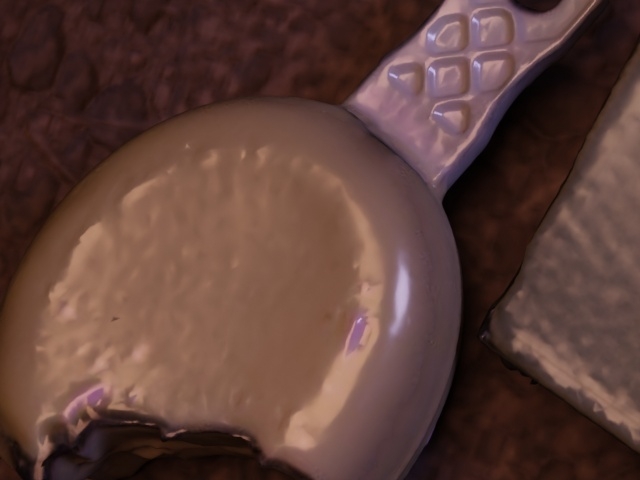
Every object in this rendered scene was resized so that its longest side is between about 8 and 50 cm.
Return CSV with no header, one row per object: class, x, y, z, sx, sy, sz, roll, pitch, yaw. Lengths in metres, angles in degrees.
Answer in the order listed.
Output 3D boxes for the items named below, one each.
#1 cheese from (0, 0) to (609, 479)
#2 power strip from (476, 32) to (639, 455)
cheese,-0.013,-0.013,0.673,0.163,0.071,0.249,20,83,24
power strip,0.179,-0.004,0.602,0.198,0.064,0.213,36,103,24
